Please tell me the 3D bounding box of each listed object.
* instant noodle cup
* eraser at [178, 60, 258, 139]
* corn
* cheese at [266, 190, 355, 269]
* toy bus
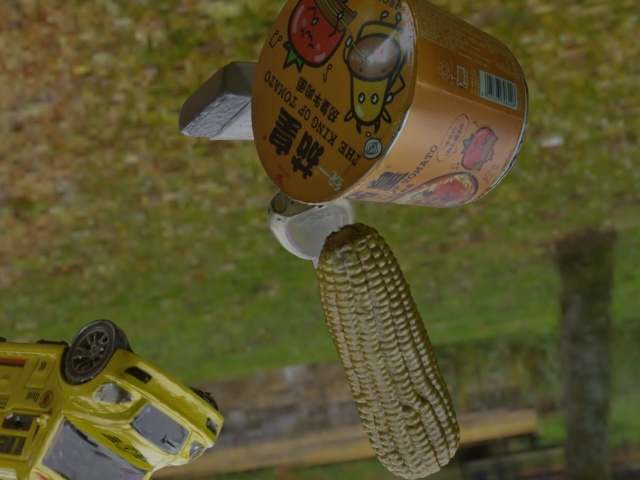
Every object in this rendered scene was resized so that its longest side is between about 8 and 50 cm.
[{"bbox_3d":[0.068,-0.124,1.502,0.172,0.215,0.216,12,158,-40],"label":"instant noodle cup"},{"bbox_3d":[-0.050,-0.163,2.019,0.089,0.061,0.352,-38,163,27],"label":"eraser"},{"bbox_3d":[0.051,0.090,1.352,0.080,0.231,0.080,-17,-153,9],"label":"corn"},{"bbox_3d":[0.000,0.000,1.861,0.097,0.037,0.192,-18,149,0],"label":"cheese"},{"bbox_3d":[-0.247,0.163,1.499,0.330,0.152,0.144,-1,148,43],"label":"toy bus"}]
